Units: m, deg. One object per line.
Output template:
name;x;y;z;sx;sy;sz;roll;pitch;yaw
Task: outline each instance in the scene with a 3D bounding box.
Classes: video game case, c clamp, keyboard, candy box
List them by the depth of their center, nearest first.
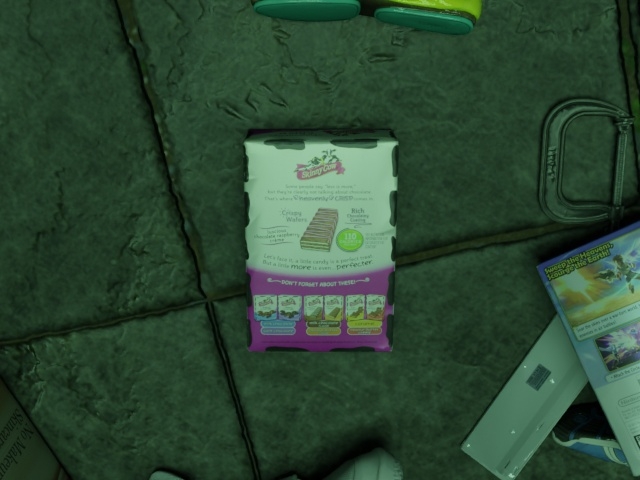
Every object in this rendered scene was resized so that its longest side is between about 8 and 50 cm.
video game case;0.400;0.081;0.954;0.270;0.061;0.244;-25;85;18
candy box;0.000;0.000;0.982;0.159;0.071;0.233;1;108;-1
c clamp;0.303;-0.077;0.993;0.137;0.022;0.160;-5;109;6
keyboard;0.259;0.163;1.058;0.072;0.014;0.256;37;105;20

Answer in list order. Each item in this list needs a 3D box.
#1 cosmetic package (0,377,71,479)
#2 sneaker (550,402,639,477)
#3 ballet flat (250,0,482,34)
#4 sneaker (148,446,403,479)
cosmetic package;-0.400;0.243;1.011;0.129;0.153;0.296;-26;108;8
sneaker;0.371;0.243;1.061;0.211;0.080;0.081;7;115;5
ballet flat;0.047;-0.252;0.911;0.231;0.077;0.077;4;86;-5
sneaker;-0.088;0.332;1.050;0.210;0.137;0.366;41;106;-15
